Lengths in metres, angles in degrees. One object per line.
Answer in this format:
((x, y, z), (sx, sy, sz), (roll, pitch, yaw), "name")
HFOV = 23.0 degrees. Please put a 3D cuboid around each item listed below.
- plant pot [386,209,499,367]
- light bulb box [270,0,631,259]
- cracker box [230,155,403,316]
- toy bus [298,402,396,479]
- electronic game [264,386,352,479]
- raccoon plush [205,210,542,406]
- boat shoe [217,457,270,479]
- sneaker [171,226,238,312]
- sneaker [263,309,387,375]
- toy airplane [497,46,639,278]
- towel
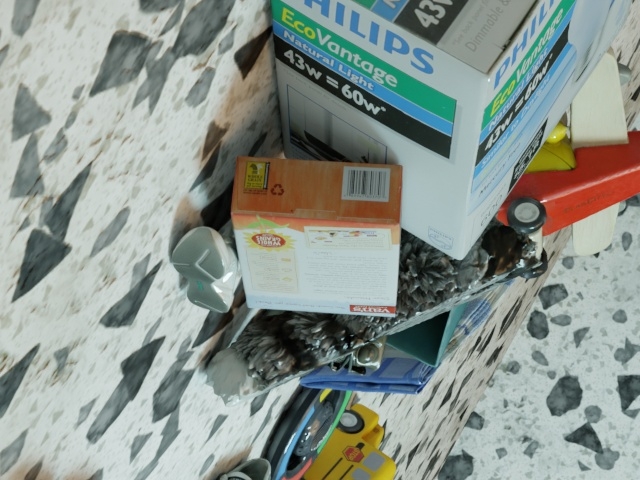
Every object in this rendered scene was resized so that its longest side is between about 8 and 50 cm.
((0.142, 0.005, 2.068), (0.234, 0.166, 0.165), (-54, 164, -34), "plant pot")
((0.140, -0.238, 1.481), (0.358, 0.225, 0.361), (-54, 165, -20), "light bulb box")
((0.000, 0.000, 1.530), (0.232, 0.156, 0.067), (88, 6, -65), "cracker box")
((0.009, 0.391, 2.403), (0.333, 0.130, 0.108), (-42, 157, -48), "toy bus")
((-0.013, 0.269, 2.266), (0.229, 0.048, 0.229), (-54, 164, -23), "electronic game")
((0.033, -0.042, 1.733), (0.446, 0.299, 0.216), (-24, 173, -9), "raccoon plush")
((-0.117, 0.333, 2.026), (0.226, 0.083, 0.076), (-44, 149, -78), "boat shoe")
((-0.107, 0.015, 1.508), (0.152, 0.054, 0.061), (89, 18, -66), "sneaker")
((-0.001, 0.121, 1.882), (0.227, 0.130, 0.087), (-35, 149, -53), "sneaker")
((0.408, -0.137, 2.445), (0.384, 0.272, 0.386), (10, 128, -41), "toy airplane")
((0.122, 0.120, 2.196), (0.285, 0.209, 0.034), (-44, 122, -43), "towel")
